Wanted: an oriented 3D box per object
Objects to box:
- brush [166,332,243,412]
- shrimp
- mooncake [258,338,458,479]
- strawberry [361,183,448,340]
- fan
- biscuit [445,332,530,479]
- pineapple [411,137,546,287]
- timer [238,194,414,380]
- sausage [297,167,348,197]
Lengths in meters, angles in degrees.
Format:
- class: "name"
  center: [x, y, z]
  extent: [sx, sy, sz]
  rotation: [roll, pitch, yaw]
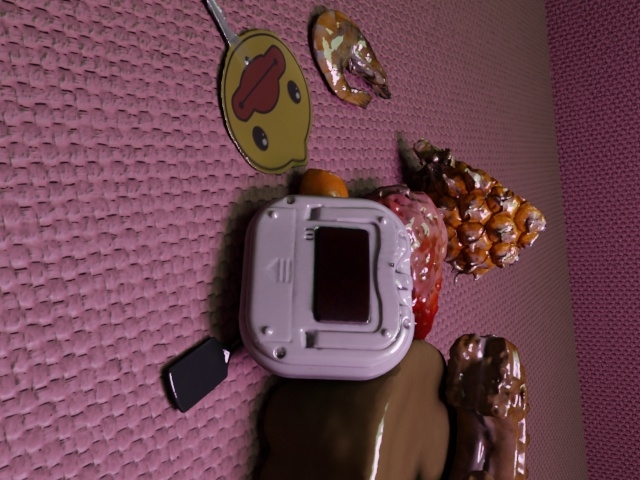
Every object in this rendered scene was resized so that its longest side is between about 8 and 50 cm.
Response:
- class: "brush"
  center: [-0.131, 0.153, 0.750]
  extent: [0.193, 0.016, 0.063]
  rotation: [-33, 113, -51]
- class: "shrimp"
  center: [0.068, -0.316, 1.048]
  extent: [0.254, 0.059, 0.145]
  rotation: [45, 54, -43]
- class: "mooncake"
  center: [0.073, 0.336, 0.878]
  extent: [0.378, 0.200, 0.379]
  rotation: [-2, 92, -57]
- class: "strawberry"
  center: [0.162, 0.060, 1.065]
  extent: [0.265, 0.149, 0.336]
  rotation: [-22, 105, -55]
- class: "fan"
  center: [-0.096, -0.245, 0.847]
  extent: [0.335, 0.011, 0.230]
  rotation: [59, 43, -36]
- class: "biscuit"
  center: [0.248, 0.343, 0.868]
  extent: [0.366, 0.115, 0.268]
  rotation: [-63, 141, -34]
- class: "pineapple"
  center: [0.260, -0.057, 1.215]
  extent: [0.286, 0.344, 0.209]
  rotation: [38, 85, -11]
- class: "timer"
  center: [0.010, 0.056, 0.773]
  extent: [0.087, 0.236, 0.262]
  rotation: [99, -8, -67]
- class: "sausage"
  center: [0.000, 0.000, 0.890]
  extent: [0.098, 0.098, 0.238]
  rotation: [22, 68, -52]
